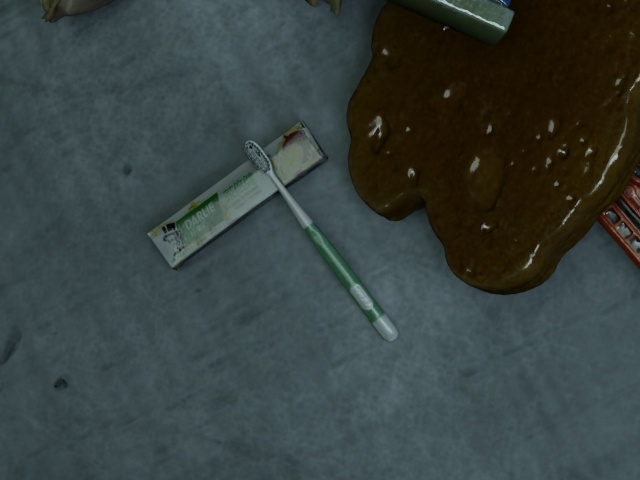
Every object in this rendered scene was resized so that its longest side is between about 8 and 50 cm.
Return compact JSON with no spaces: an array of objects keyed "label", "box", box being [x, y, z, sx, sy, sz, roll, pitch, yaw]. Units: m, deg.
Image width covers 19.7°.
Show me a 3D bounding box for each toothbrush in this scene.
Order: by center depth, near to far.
[{"label":"toothbrush","box":[0.000,0.000,1.915,0.018,0.024,0.257,-37,92,7]}]

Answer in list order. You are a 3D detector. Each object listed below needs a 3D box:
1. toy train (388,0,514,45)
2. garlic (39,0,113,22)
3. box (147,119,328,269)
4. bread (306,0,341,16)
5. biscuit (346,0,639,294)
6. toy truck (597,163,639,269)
[{"label":"toy train","box":[0.083,-0.326,1.763,0.299,0.131,0.202,22,94,-6]},{"label":"garlic","box":[-0.230,-0.314,1.976,0.087,0.101,0.195,43,99,16]},{"label":"box","box":[-0.088,-0.047,1.953,0.207,0.041,0.050,-36,82,8]},{"label":"bread","box":[0.042,-0.440,1.905,0.236,0.183,0.389,39,88,-3]},{"label":"biscuit","box":[0.185,-0.134,1.834,0.359,0.074,0.381,-1,80,36]},{"label":"toy truck","box":[0.362,0.003,1.816,0.114,0.107,0.253,-41,76,13]}]
